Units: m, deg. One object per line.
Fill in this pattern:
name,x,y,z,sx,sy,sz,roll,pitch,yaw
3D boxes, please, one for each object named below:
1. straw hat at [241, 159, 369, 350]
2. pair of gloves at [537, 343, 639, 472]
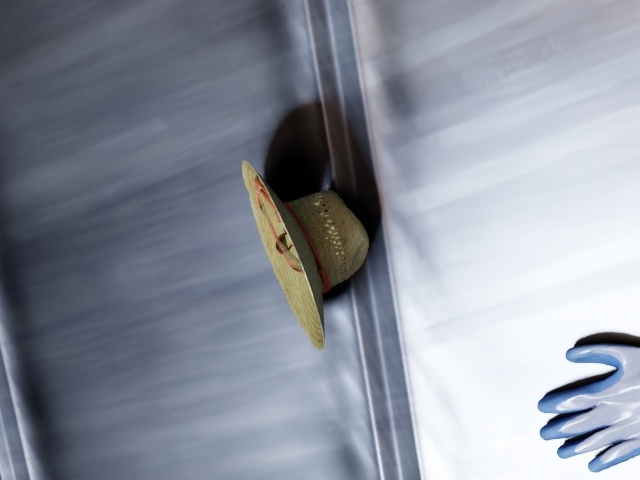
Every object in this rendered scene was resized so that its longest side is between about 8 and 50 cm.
straw hat,0.000,0.000,0.949,0.061,0.144,0.144,-23,95,-10
pair of gloves,0.235,0.148,0.896,0.159,0.023,0.198,-29,92,32
